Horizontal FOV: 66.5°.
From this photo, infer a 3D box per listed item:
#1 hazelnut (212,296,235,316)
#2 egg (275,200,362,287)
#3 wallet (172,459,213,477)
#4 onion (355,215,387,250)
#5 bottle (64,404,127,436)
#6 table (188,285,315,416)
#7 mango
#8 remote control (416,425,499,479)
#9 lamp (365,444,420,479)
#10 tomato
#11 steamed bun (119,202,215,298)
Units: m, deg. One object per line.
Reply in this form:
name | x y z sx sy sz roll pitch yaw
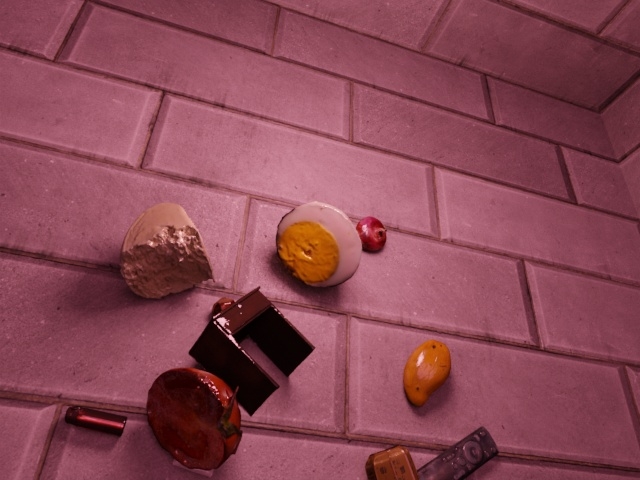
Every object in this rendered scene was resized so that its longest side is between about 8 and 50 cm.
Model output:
hazelnut | -0.332 0.239 1.694 0.086 0.086 0.087 10 57 -15
egg | 0.000 0.000 1.858 0.336 0.337 0.201 30 18 -2
wallet | -0.372 0.654 1.452 0.122 0.025 0.061 22 61 -8
onion | 0.226 -0.035 2.036 0.149 0.140 0.150 6 75 -22
bottle | -0.648 0.517 1.407 0.164 0.060 0.060 17 55 -11
table | -0.210 0.345 1.552 0.282 0.196 0.250 44 31 8
mango | 0.396 0.481 1.804 0.157 0.109 0.262 37 56 -2
remote control | 0.464 0.777 1.690 0.377 0.044 0.107 -18 72 -29
lamp | 0.233 0.758 1.545 0.161 0.161 0.185 -8 67 -25
tomato | -0.351 0.506 1.447 0.309 0.309 0.170 53 20 15
steamed bun | -0.530 0.043 1.615 0.272 0.291 0.273 -21 51 -24
